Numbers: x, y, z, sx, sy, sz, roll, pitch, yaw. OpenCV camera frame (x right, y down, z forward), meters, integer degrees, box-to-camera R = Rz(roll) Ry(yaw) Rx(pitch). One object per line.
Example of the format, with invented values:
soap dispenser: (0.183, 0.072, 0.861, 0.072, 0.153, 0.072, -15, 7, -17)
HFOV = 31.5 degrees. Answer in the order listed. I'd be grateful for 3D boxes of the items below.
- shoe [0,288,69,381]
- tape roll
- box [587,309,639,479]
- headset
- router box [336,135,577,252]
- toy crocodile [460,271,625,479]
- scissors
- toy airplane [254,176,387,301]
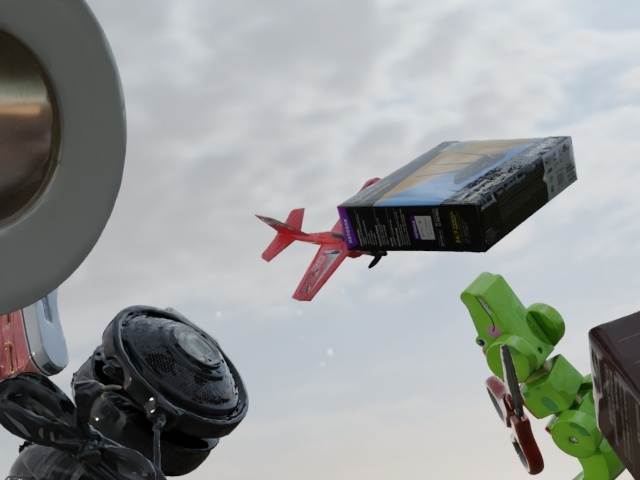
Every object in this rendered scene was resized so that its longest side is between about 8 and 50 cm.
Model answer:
shoe: (-0.311, 0.069, 1.146, 0.081, 0.178, 0.063, -26, -32, 12)
tape roll: (-0.275, -0.075, 0.755, 0.169, 0.246, 0.246, 4, -2, 37)
box: (0.374, 0.193, 0.856, 0.191, 0.381, 0.143, -21, -50, -6)
headset: (-0.179, 0.150, 0.874, 0.185, 0.243, 0.394, 36, -11, -12)
router box: (0.119, -0.041, 0.958, 0.133, 0.046, 0.179, 0, 21, 37)
toy crocodile: (0.303, 0.190, 1.528, 0.105, 0.340, 0.115, -34, 7, 46)
scissors: (0.187, 0.161, 1.049, 0.021, 0.109, 0.297, -23, -15, -1)
toy airplane: (0.000, 0.000, 1.065, 0.151, 0.151, 0.028, -18, -44, 11)
